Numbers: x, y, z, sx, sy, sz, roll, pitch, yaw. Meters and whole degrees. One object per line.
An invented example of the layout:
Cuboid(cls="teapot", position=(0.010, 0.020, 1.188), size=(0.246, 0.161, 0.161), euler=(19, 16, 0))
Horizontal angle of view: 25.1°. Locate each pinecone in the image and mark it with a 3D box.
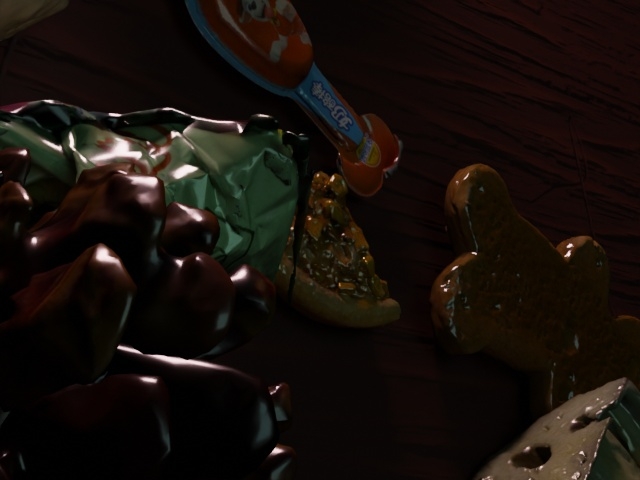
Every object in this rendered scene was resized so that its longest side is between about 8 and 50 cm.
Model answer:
Cuboid(cls="pinecone", position=(-0.126, 0.069, 0.598), size=(0.264, 0.264, 0.264), euler=(22, 57, -38))

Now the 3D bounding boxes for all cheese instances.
Cuboid(cls="cheese", position=(-0.023, -0.138, 1.132), size=(0.256, 0.037, 0.106), euler=(46, 46, -20))

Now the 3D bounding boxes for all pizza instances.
Cuboid(cls="pizza", position=(0.000, 0.000, 1.089), size=(0.178, 0.041, 0.131), euler=(43, 44, -24))

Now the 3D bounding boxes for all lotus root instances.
Cuboid(cls="lotus root", position=(0.196, 0.220, 1.118), size=(0.119, 0.138, 0.235), euler=(60, 41, -14))

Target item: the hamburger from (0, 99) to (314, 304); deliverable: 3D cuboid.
Cuboid(cls="hamburger", position=(-0.137, 0.017, 0.797), size=(0.276, 0.260, 0.150), euler=(5, 74, -21))

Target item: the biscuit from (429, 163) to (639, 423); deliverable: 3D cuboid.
Cuboid(cls="biscuit", position=(0.201, 0.076, 1.256), size=(0.301, 0.049, 0.196), euler=(33, 60, -30))

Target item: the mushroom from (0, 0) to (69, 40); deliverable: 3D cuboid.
Cuboid(cls="mushroom", position=(-0.278, -0.157, 0.817), size=(0.350, 0.128, 0.128), euler=(-14, 82, -44))
